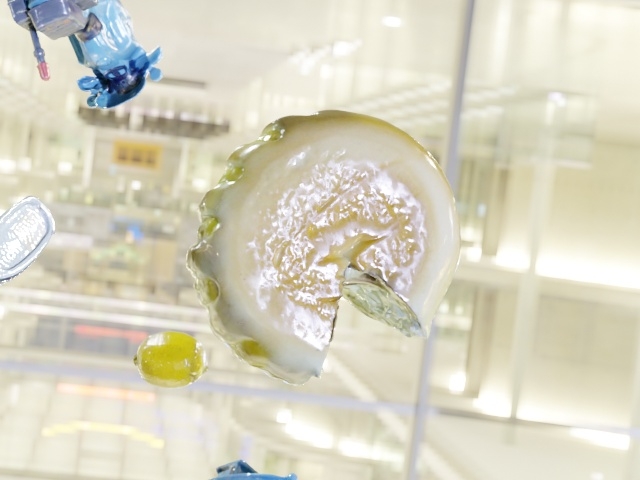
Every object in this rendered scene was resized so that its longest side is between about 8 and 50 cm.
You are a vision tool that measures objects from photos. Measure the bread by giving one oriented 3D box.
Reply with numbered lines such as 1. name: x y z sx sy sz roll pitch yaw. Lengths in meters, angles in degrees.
1. bread: 0.000 0.000 1.883 0.333 0.333 0.160 6 174 -19

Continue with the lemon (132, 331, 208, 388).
1. lemon: -0.214 0.169 2.266 0.110 0.082 0.082 1 -179 12

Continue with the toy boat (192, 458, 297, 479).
1. toy boat: -0.106 0.334 2.080 0.100 0.097 0.223 44 139 -22

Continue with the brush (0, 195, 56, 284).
1. brush: -0.396 0.038 1.858 0.060 0.068 0.297 -26 -164 28

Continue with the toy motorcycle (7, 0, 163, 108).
1. toy motorcycle: -0.291 -0.266 2.015 0.123 0.182 0.272 -21 162 15
